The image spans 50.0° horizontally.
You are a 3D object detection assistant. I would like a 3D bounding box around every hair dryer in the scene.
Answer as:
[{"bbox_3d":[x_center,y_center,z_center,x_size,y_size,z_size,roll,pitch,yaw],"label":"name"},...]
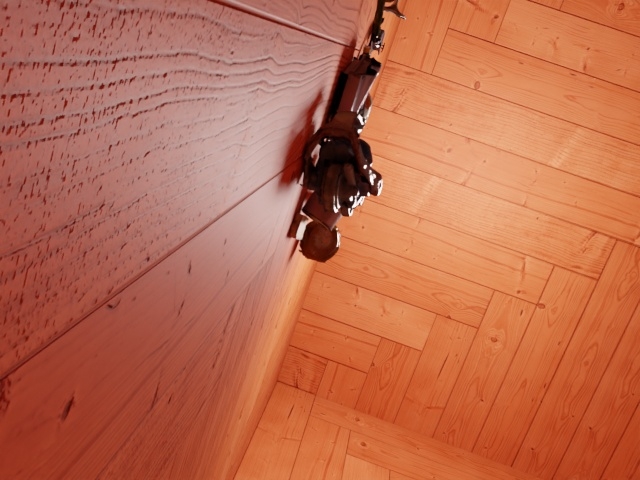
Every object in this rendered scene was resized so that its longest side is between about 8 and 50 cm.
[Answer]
[{"bbox_3d":[0.021,-0.134,2.013,0.189,0.106,0.344,-55,-171,-4],"label":"hair dryer"}]

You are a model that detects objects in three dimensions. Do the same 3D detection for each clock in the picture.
[{"bbox_3d":[0.086,-0.371,1.781,0.253,0.083,0.186,-65,173,-62],"label":"clock"}]

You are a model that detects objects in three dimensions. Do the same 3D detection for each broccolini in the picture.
[{"bbox_3d":[0.161,-0.631,1.671,0.123,0.062,0.271,-24,130,-65],"label":"broccolini"}]

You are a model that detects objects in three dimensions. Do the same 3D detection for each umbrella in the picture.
[{"bbox_3d":[0.116,-0.491,1.987,0.037,0.040,0.144,48,60,-77],"label":"umbrella"}]

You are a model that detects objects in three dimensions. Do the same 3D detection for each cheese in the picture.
[{"bbox_3d":[0.104,-0.371,2.212,0.189,0.074,0.286,-62,172,-62],"label":"cheese"}]

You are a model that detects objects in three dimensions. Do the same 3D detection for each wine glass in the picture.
[{"bbox_3d":[0.243,-0.755,2.015,0.122,0.122,0.183,-60,176,-74],"label":"wine glass"}]

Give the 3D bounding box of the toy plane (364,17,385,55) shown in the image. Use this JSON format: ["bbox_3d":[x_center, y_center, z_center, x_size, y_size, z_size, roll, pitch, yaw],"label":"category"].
[{"bbox_3d":[0.166,-0.608,2.085,0.197,0.053,0.078,-69,169,-47],"label":"toy plane"}]

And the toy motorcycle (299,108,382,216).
[{"bbox_3d":[0.073,-0.175,1.599,0.241,0.182,0.319,-56,172,6],"label":"toy motorcycle"}]

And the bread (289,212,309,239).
[{"bbox_3d":[-0.058,-0.037,1.853,0.153,0.028,0.068,6,103,-86],"label":"bread"}]

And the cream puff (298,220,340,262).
[{"bbox_3d":[-0.003,-0.002,2.184,0.144,0.126,0.103,-62,-168,-3],"label":"cream puff"}]

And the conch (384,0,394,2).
[{"bbox_3d":[0.158,-0.593,1.378,0.187,0.124,0.181,-44,-159,28],"label":"conch"}]

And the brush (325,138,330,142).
[{"bbox_3d":[0.019,-0.247,1.909,0.034,0.027,0.190,74,35,-88],"label":"brush"}]
